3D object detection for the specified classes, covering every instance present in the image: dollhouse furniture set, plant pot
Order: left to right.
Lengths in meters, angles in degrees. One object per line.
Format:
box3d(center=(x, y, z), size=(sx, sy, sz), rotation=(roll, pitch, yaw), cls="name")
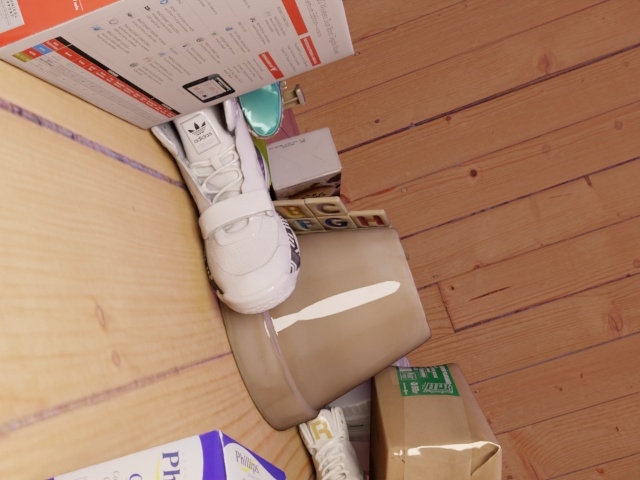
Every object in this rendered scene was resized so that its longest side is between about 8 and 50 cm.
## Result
box3d(center=(-0.142, -0.339, 1.402), size=(0.129, 0.183, 0.129), rotation=(-95, 164, -66), cls="dollhouse furniture set")
box3d(center=(0.021, 0.113, 1.043), size=(0.323, 0.280, 0.323), rotation=(-18, 90, -83), cls="plant pot")

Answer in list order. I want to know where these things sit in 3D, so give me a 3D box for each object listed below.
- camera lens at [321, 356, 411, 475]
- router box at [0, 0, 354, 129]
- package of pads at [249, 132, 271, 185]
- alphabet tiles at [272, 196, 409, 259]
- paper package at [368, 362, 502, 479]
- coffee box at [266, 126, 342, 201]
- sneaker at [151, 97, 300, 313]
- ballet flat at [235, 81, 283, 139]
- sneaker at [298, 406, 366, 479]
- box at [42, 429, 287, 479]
box3d(center=(0.105, 0.342, 1.340), size=(0.219, 0.219, 0.274), rotation=(-101, 170, -52), cls="camera lens")
box3d(center=(-0.128, -0.234, 0.678), size=(0.335, 0.301, 0.082), rotation=(14, 57, -83), cls="router box")
box3d(center=(-0.189, -0.253, 1.128), size=(0.297, 0.101, 0.229), rotation=(64, 11, -50), cls="package of pads")
box3d(center=(0.000, 0.000, 1.149), size=(0.342, 0.285, 0.011), rotation=(49, 43, -62), cls="alphabet tiles")
box3d(center=(0.172, 0.391, 1.034), size=(0.325, 0.168, 0.310), rotation=(-83, 174, -80), cls="paper package")
box3d(center=(-0.042, -0.158, 1.610), size=(0.297, 0.168, 0.119), rotation=(85, -12, -78), cls="coffee box")
box3d(center=(-0.141, -0.076, 0.894), size=(0.366, 0.137, 0.210), rotation=(-109, 174, -46), cls="sneaker")
box3d(center=(-0.120, -0.281, 1.025), size=(0.077, 0.091, 0.241), rotation=(-161, -127, -70), cls="ballet flat")
box3d(center=(0.012, 0.372, 1.055), size=(0.292, 0.108, 0.169), rotation=(127, -59, -89), cls="sneaker")
box3d(center=(-0.098, 0.189, 0.412), size=(0.126, 0.137, 0.072), rotation=(62, 12, -56), cls="box")
